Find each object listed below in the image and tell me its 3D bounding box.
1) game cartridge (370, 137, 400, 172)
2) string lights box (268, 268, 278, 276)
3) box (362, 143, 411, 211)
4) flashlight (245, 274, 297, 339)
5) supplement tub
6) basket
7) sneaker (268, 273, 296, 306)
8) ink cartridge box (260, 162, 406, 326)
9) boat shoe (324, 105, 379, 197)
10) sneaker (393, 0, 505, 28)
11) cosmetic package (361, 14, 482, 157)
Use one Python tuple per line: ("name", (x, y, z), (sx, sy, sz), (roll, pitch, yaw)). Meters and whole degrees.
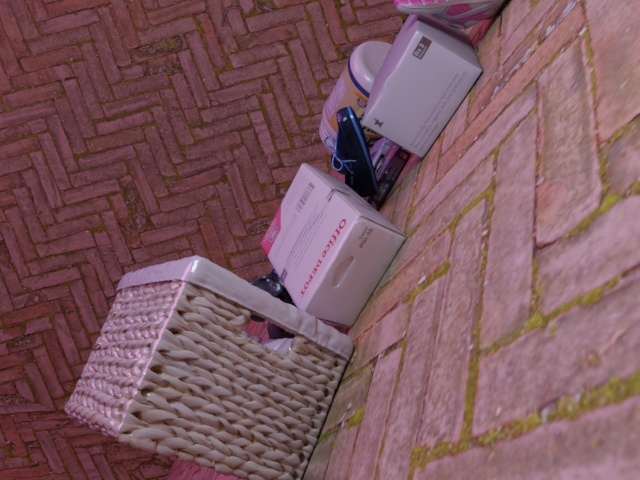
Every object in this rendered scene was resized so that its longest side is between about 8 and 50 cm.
("game cartridge", (0.118, -0.142, 1.460), (0.294, 0.060, 0.196), (-62, 10, 0))
("string lights box", (-0.094, 0.137, 1.579), (0.260, 0.133, 0.077), (-52, 9, 53))
("box", (0.144, -0.133, 1.290), (0.207, 0.036, 0.114), (-61, 7, 10))
("flashlight", (-0.098, 0.160, 1.125), (0.103, 0.103, 0.304), (-60, -23, -13))
("supplement tub", (0.141, -0.412, 1.606), (0.316, 0.228, 0.228), (-53, 11, 53))
("basket", (-0.185, 0.221, 0.872), (0.331, 0.328, 0.267), (-14, 50, 50))
("sneaker", (-0.065, 0.172, 1.404), (0.110, 0.122, 0.283), (-50, 28, -7))
("ink cartridge box", (0.009, 0.002, 1.019), (0.207, 0.117, 0.283), (-60, 32, 14))
("boat shoe", (0.064, -0.167, 1.126), (0.258, 0.089, 0.109), (67, -166, -48))
("sneaker", (0.271, -0.484, 1.085), (0.111, 0.252, 0.103), (94, 170, -64))
("cosmetic package", (0.220, -0.369, 1.181), (0.217, 0.156, 0.385), (-58, 9, 33))
